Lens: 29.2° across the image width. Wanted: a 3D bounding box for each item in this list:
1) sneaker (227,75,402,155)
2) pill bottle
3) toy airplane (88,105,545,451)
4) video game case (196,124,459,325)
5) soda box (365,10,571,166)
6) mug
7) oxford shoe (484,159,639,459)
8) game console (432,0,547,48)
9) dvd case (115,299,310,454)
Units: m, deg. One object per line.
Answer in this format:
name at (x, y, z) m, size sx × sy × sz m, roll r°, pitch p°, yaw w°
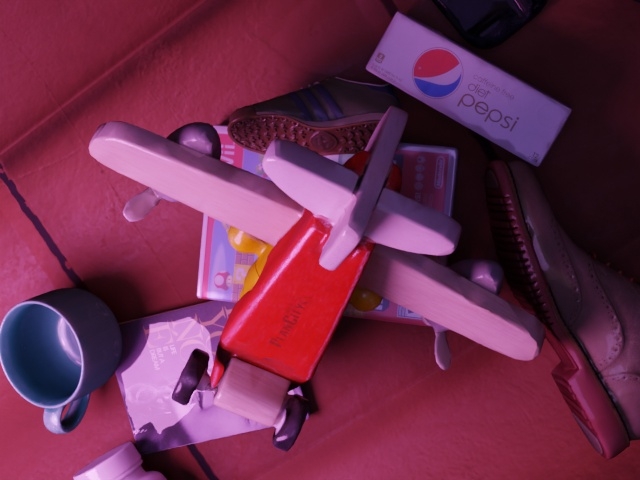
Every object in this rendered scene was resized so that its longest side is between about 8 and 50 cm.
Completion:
sneaker at (-0.002, -0.143, 1.370) m, size 0.192 × 0.086 × 0.064 m, roll 1°, pitch 138°, yaw 9°
pill bottle at (-0.215, 0.338, 1.469) m, size 0.108 × 0.108 × 0.180 m, roll -30°, pitch 92°, yaw 14°
toy airplane at (0.000, 0.000, 1.256) m, size 0.384 × 0.272 × 0.386 m, roll -10°, pitch 125°, yaw 23°
video game case at (0.006, -0.018, 1.403) m, size 0.285 × 0.025 × 0.204 m, roll 6°, pitch 95°, yaw 11°
soda box at (0.162, -0.166, 1.335) m, size 0.216 × 0.069 × 0.074 m, roll 30°, pitch 103°, yaw 5°
mug at (-0.305, 0.132, 1.455) m, size 0.129 × 0.097 × 0.158 m, roll 38°, pitch 118°, yaw 15°
oxford shoe at (0.285, 0.057, 1.334) m, size 0.130 × 0.123 × 0.348 m, roll -26°, pitch 99°, yaw -1°
game console at (0.090, -0.359, 1.333) m, size 0.213 × 0.044 × 0.361 m, roll -39°, pitch 88°, yaw 15°
dvd case at (-0.137, 0.157, 1.472) m, size 0.221 × 0.018 × 0.164 m, roll -14°, pitch 95°, yaw 13°
